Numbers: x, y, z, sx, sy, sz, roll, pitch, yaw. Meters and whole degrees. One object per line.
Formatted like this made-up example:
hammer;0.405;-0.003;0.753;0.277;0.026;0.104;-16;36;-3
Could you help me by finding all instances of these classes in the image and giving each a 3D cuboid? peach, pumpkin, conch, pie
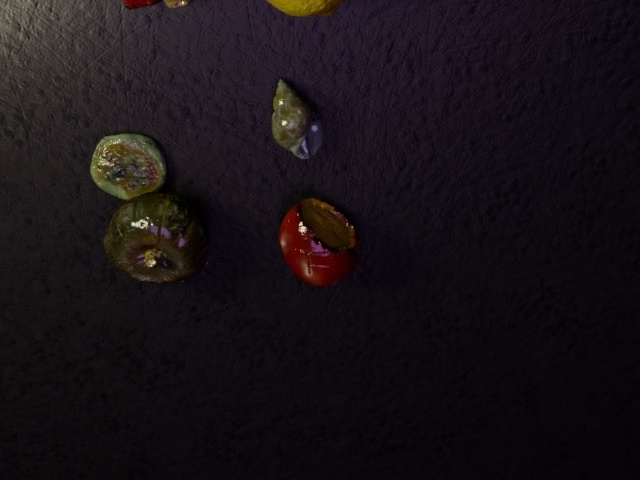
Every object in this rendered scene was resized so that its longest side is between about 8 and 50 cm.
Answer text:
peach;0.000;0.000;1.929;0.190;0.196;0.226;-30;125;-24
pumpkin;-0.398;0.006;1.890;0.261;0.189;0.260;-3;134;-3
conch;-0.062;-0.272;1.819;0.116;0.106;0.173;-45;133;-1
pie;-0.467;-0.176;1.884;0.187;0.041;0.186;-1;121;-2

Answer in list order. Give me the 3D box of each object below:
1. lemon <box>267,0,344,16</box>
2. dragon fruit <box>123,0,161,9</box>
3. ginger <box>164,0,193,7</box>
lemon;-0.032;-0.596;1.549;0.254;0.253;0.310;-14;119;5
dragon fruit;-0.402;-0.556;1.656;0.097;0.063;0.131;-22;119;9
ginger;-0.283;-0.615;1.595;0.222;0.130;0.275;15;113;-1
